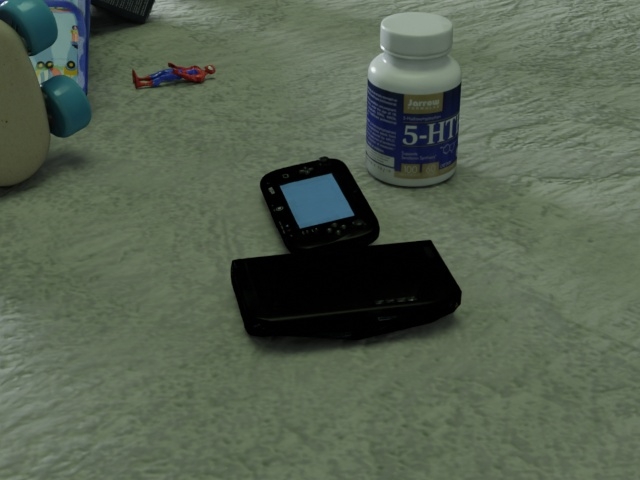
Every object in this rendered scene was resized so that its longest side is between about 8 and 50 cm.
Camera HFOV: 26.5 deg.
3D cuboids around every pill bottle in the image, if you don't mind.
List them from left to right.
[{"bbox_3d":[0.111,-0.169,1.611,0.112,0.186,0.112,0,28,0],"label":"pill bottle"}]

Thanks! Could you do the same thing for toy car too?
[{"bbox_3d":[-0.445,-0.173,1.628,0.238,0.210,0.219,11,39,44],"label":"toy car"}]

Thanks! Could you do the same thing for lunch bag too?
[{"bbox_3d":[-0.425,-0.275,1.836,0.221,0.138,0.293,-2,58,-7],"label":"lunch bag"}]

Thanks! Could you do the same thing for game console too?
[{"bbox_3d":[0.000,0.000,1.448,0.213,0.044,0.361,-6,28,-11],"label":"game console"}]

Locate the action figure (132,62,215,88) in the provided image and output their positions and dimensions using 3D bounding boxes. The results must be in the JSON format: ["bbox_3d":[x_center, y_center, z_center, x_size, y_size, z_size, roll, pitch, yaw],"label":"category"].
[{"bbox_3d":[-0.203,-0.233,1.900,0.115,0.030,0.038,-6,24,-15],"label":"action figure"}]

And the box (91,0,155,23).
[{"bbox_3d":[-0.368,-0.424,2.084,0.153,0.108,0.207,25,8,37],"label":"box"}]
